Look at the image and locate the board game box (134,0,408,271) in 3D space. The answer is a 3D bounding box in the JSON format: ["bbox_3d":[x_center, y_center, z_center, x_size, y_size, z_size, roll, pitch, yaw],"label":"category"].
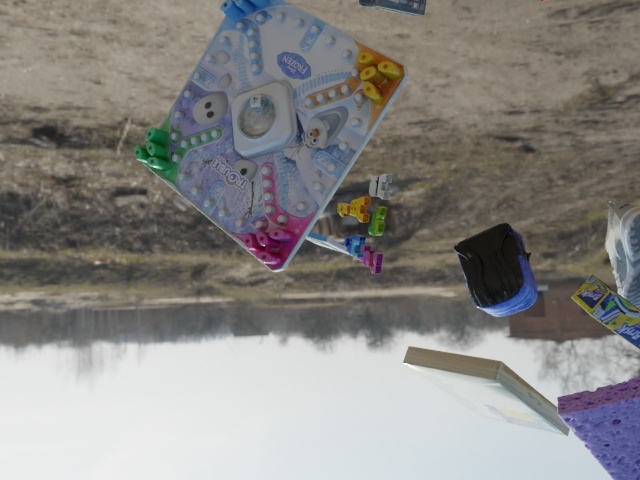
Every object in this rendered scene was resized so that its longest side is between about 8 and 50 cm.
[{"bbox_3d":[-0.107,-0.210,1.163,0.390,0.390,0.050,37,-171,28],"label":"board game box"}]

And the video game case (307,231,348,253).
[{"bbox_3d":[0.000,0.000,1.719,0.119,0.015,0.166,17,176,28],"label":"video game case"}]

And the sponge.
[{"bbox_3d":[0.400,0.253,0.859,0.117,0.031,0.210,-26,121,32],"label":"sponge"}]

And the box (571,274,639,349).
[{"bbox_3d":[0.503,0.126,1.151,0.169,0.054,0.059,32,-166,-26],"label":"box"}]

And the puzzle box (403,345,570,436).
[{"bbox_3d":[0.429,0.385,1.745,0.272,0.052,0.409,1,152,45],"label":"puzzle box"}]

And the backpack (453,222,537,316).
[{"bbox_3d":[0.272,0.051,1.016,0.098,0.120,0.101,-31,139,31],"label":"backpack"}]

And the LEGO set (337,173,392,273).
[{"bbox_3d":[0.088,-0.045,1.548,0.087,0.227,0.093,-1,-167,-38],"label":"LEGO set"}]

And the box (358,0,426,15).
[{"bbox_3d":[0.178,-0.642,1.563,0.059,0.232,0.183,19,-160,42],"label":"box"}]

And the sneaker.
[{"bbox_3d":[0.688,0.028,1.511,0.105,0.281,0.115,-19,-147,-5],"label":"sneaker"}]
